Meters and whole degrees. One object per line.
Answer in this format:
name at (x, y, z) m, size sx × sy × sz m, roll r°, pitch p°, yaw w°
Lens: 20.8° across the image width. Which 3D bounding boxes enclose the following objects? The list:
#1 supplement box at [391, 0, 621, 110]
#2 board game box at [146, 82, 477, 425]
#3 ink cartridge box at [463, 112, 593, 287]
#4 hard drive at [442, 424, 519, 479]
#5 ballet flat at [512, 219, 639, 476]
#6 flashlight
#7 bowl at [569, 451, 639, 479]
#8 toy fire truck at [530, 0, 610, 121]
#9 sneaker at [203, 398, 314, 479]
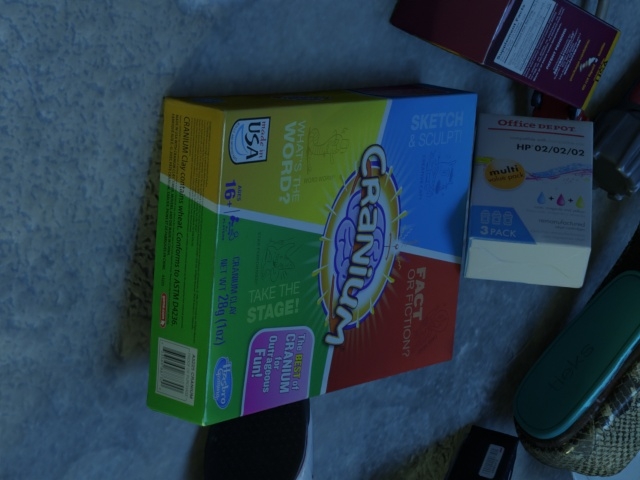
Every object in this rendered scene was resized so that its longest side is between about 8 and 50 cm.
supplement box at (0.161, -0.182, 1.483) m, size 0.188 × 0.104 × 0.081 m, roll 14°, pitch 103°, yaw -54°
board game box at (0.000, 0.000, 1.397) m, size 0.316 × 0.064 × 0.242 m, roll -10°, pitch 109°, yaw -49°
ink cartridge box at (0.184, -0.051, 1.526) m, size 0.061 × 0.104 × 0.181 m, roll 91°, pitch 5°, yaw -52°
hard drive at (0.125, 0.389, 1.785) m, size 0.237 × 0.064 × 0.339 m, roll -54°, pitch 155°, yaw -62°
ballet flat at (0.388, 0.045, 1.817) m, size 0.182 × 0.164 × 0.483 m, roll 26°, pitch 102°, yaw -36°
flashlight at (0.374, -0.177, 1.758) m, size 0.304 × 0.103 × 0.103 m, roll -51°, pitch 145°, yaw -16°
bowl at (0.403, 0.200, 1.975) m, size 0.298 × 0.134 × 0.298 m, roll -1°, pitch 98°, yaw -9°
toy fire truck at (0.243, -0.169, 1.635) m, size 0.135 × 0.047 × 0.192 m, roll -56°, pitch 159°, yaw -38°
sneaker at (-0.044, 0.227, 1.529) m, size 0.145 × 0.090 × 0.270 m, roll -21°, pitch 112°, yaw -80°
